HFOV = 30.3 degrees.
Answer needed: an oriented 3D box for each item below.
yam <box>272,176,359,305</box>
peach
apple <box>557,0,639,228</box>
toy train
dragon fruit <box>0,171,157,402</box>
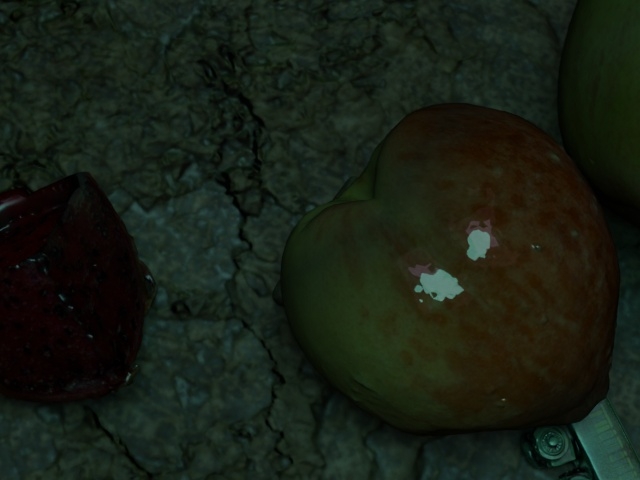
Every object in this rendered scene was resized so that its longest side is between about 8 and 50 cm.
[{"bbox_3d":[0.000,0.000,0.868,0.021,0.021,0.116,32,69,8],"label":"yam"},{"bbox_3d":[0.096,0.033,0.778,0.233,0.232,0.232,2,69,-4],"label":"peach"},{"bbox_3d":[0.310,-0.104,0.788,0.319,0.319,0.277,45,97,12],"label":"apple"},{"bbox_3d":[0.183,0.151,0.817,0.071,0.038,0.148,-19,71,-15],"label":"toy train"},{"bbox_3d":[-0.206,0.042,0.811,0.161,0.120,0.127,-15,112,15],"label":"dragon fruit"}]
